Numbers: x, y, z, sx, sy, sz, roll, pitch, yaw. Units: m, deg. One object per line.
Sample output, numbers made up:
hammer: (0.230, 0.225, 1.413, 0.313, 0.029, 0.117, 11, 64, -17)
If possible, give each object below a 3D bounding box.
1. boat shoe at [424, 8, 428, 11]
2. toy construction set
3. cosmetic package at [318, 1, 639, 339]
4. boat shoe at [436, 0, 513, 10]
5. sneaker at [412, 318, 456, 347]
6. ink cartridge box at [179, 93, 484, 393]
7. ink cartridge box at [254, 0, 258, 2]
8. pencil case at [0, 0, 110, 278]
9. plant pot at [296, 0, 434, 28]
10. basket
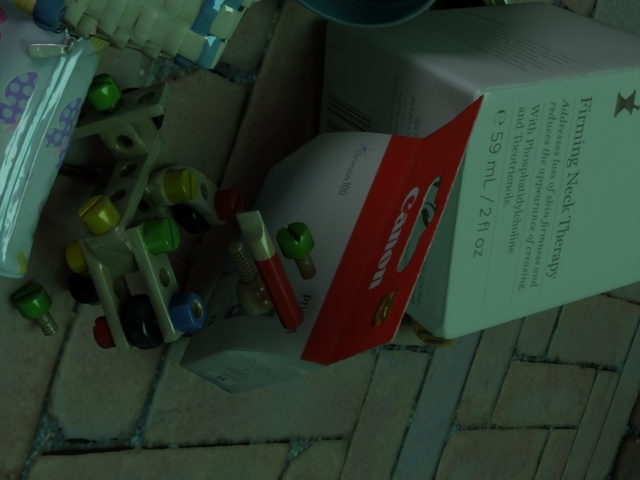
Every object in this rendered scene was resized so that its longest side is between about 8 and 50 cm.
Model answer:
boat shoe: (0.108, -0.332, 1.329, 0.065, 0.075, 0.206, -51, 144, -26)
toy construction set: (-0.163, -0.039, 0.974, 0.257, 0.308, 0.237, -49, 133, -35)
cosmetic package: (0.240, -0.119, 1.293, 0.393, 0.327, 0.329, -12, 121, -29)
boat shoe: (0.229, -0.355, 1.442, 0.091, 0.109, 0.305, -49, 132, -23)
sneaker: (0.217, 0.028, 1.629, 0.131, 0.111, 0.296, -25, 126, -68)
ink cartridge box: (0.000, 0.000, 1.075, 0.091, 0.385, 0.308, 32, 62, -16)
ink cartridge box: (-0.107, -0.383, 0.904, 0.330, 0.071, 0.324, -22, 124, -7)
pencil case: (-0.293, -0.100, 0.910, 0.113, 0.124, 0.273, 19, 92, -53)
plant pot: (0.086, -0.431, 1.122, 0.255, 0.271, 0.272, -52, 141, -41)
basket: (-0.182, -0.274, 0.782, 0.289, 0.255, 0.201, 21, 110, -14)
